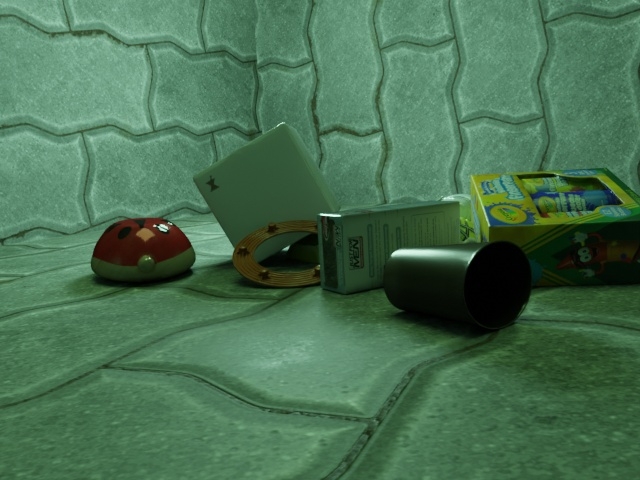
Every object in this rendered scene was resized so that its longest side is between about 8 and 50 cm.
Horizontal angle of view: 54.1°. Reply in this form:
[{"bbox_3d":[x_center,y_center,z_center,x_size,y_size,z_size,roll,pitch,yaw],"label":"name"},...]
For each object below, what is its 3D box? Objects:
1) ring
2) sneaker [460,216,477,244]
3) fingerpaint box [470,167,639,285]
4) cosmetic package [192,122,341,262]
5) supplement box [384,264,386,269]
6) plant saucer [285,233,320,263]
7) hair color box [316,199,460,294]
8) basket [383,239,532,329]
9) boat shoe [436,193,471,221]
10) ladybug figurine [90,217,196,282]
[{"bbox_3d":[-0.071,0.021,1.686,0.336,0.032,0.336,-3,31,2],"label":"ring"},{"bbox_3d":[0.398,-0.039,1.967,0.384,0.147,0.145,-7,6,-43],"label":"sneaker"},{"bbox_3d":[0.582,-0.050,1.568,0.371,0.163,0.445,-2,21,10],"label":"fingerpaint box"},{"bbox_3d":[-0.155,-0.153,2.029,0.329,0.327,0.394,-29,5,7],"label":"cosmetic package"},{"bbox_3d":[0.205,0.084,1.461,0.083,0.056,0.083,-7,8,-26],"label":"supplement box"},{"bbox_3d":[0.000,0.000,1.985,0.188,0.045,0.188,-35,24,-31],"label":"plant saucer"},{"bbox_3d":[0.178,0.008,1.561,0.374,0.185,0.113,-8,9,-33],"label":"hair color box"},{"bbox_3d":[0.243,0.077,1.178,0.204,0.154,0.227,-8,5,-38],"label":"basket"},{"bbox_3d":[0.370,-0.069,2.183,0.367,0.136,0.156,-12,7,45],"label":"boat shoe"},{"bbox_3d":[-0.531,0.020,1.878,0.305,0.162,0.449,-6,8,-21],"label":"ladybug figurine"}]
